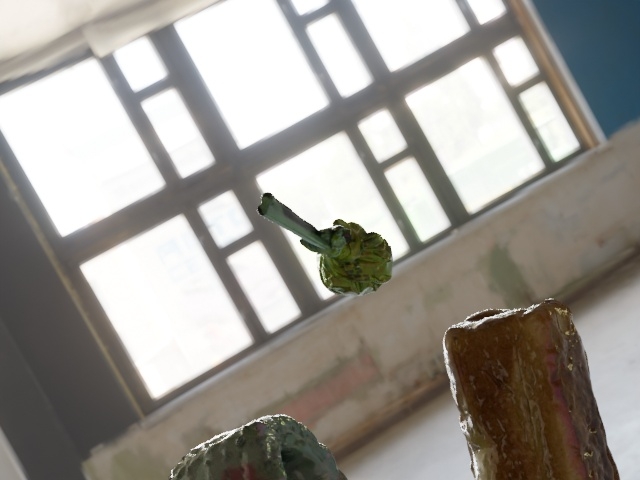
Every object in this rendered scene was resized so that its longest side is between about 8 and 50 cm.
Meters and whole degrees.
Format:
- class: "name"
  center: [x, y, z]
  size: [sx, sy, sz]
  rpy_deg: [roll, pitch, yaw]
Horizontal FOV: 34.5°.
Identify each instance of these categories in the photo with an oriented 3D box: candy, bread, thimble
- class: "candy"
  center: [0.002, -0.002, 0.933]
  size: [0.077, 0.073, 0.262]
  rpy_deg: [5, -11, 22]
- class: "bread"
  center: [0.276, 0.251, 1.352]
  size: [0.195, 0.344, 0.149]
  rpy_deg: [-17, -14, 32]
- class: "thimble"
  center: [-0.061, 0.295, 1.132]
  size: [0.149, 0.211, 0.185]
  rpy_deg: [-28, 17, 19]
